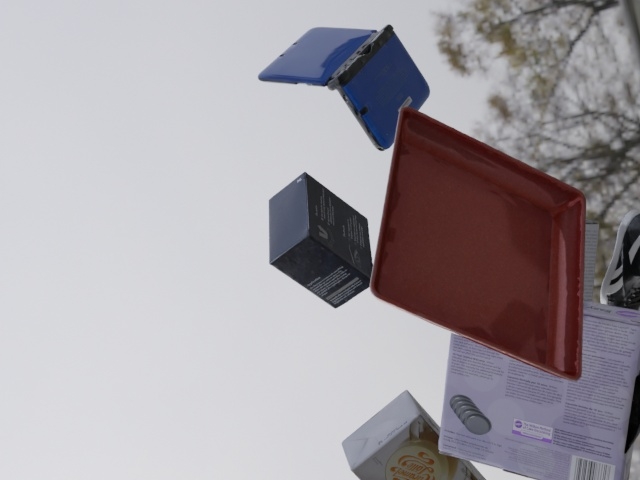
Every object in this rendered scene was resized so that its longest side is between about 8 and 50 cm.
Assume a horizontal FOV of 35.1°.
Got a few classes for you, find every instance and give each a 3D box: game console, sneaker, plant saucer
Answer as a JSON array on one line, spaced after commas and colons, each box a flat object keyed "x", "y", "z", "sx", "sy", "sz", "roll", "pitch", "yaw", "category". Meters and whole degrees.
[{"x": 0.056, "y": -0.314, "z": 2.040, "sx": 0.250, "sy": 0.173, "sz": 0.293, "roll": 55, "pitch": -142, "yaw": -14, "category": "game console"}, {"x": 0.538, "y": 0.068, "z": 1.673, "sx": 0.079, "sy": 0.121, "sz": 0.217, "roll": -14, "pitch": -59, "yaw": -26, "category": "sneaker"}, {"x": 0.173, "y": 0.007, "z": 1.113, "sx": 0.258, "sy": 0.048, "sz": 0.259, "roll": 23, "pitch": -126, "yaw": -16, "category": "plant saucer"}]

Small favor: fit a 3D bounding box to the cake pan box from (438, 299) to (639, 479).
[{"x": 0.297, "y": 0.192, "z": 1.340, "sx": 0.070, "sy": 0.267, "sz": 0.246, "roll": -25, "pitch": -60, "yaw": -59, "category": "cake pan box"}]

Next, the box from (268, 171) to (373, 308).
[{"x": 0.000, "y": 0.000, "z": 1.657, "sx": 0.158, "sy": 0.093, "sz": 0.156, "roll": 36, "pitch": -148, "yaw": -32, "category": "box"}]

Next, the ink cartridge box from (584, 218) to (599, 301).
[{"x": 0.357, "y": 0.113, "z": 1.668, "sx": 0.324, "sy": 0.071, "sz": 0.330, "roll": -135, "pitch": 48, "yaw": -79, "category": "ink cartridge box"}]

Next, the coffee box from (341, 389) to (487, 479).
[{"x": 0.167, "y": 0.380, "z": 1.608, "sx": 0.246, "sy": 0.141, "sz": 0.098, "roll": 50, "pitch": -176, "yaw": -18, "category": "coffee box"}]
